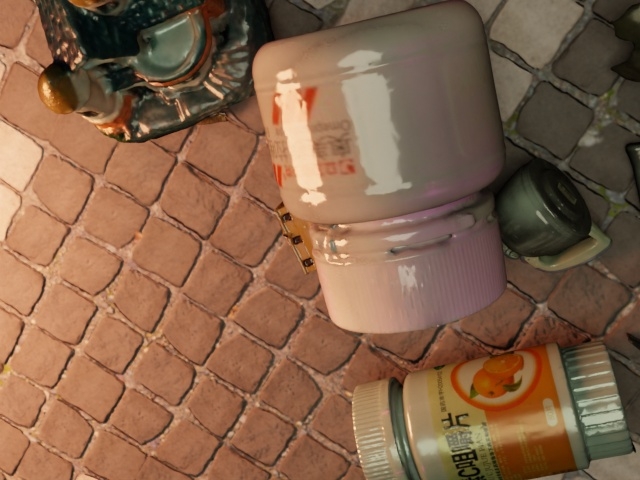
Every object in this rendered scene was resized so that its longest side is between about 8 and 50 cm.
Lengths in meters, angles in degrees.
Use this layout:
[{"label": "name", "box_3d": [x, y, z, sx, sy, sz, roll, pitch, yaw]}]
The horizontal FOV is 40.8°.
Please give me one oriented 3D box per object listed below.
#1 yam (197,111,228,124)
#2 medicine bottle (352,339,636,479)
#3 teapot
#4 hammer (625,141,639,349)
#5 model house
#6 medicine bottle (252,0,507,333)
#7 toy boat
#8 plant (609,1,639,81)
[{"label": "yam", "box_3d": [-0.181, -0.156, 1.102, 0.130, 0.033, 0.027, -4, 68, 7]}, {"label": "medicine bottle", "box_3d": [0.213, 0.224, 1.074, 0.318, 0.158, 0.158, -15, 103, 13]}, {"label": "teapot", "box_3d": [0.263, -0.026, 1.037, 0.108, 0.149, 0.111, -38, 57, 35]}, {"label": "hammer", "box_3d": [0.414, 0.019, 1.045, 0.111, 0.033, 0.287, -11, 104, 12]}, {"label": "model house", "box_3d": [-0.207, -0.230, 0.936, 0.253, 0.291, 0.184, -16, 86, 14]}, {"label": "medicine bottle", "box_3d": [0.077, -0.083, 0.956, 0.256, 0.256, 0.324, -9, 105, 12]}, {"label": "toy boat", "box_3d": [0.000, 0.000, 1.100, 0.077, 0.057, 0.200, -23, 102, 20]}, {"label": "plant", "box_3d": [0.467, -0.174, 0.896, 0.215, 0.213, 0.312, -48, 58, 18]}]
